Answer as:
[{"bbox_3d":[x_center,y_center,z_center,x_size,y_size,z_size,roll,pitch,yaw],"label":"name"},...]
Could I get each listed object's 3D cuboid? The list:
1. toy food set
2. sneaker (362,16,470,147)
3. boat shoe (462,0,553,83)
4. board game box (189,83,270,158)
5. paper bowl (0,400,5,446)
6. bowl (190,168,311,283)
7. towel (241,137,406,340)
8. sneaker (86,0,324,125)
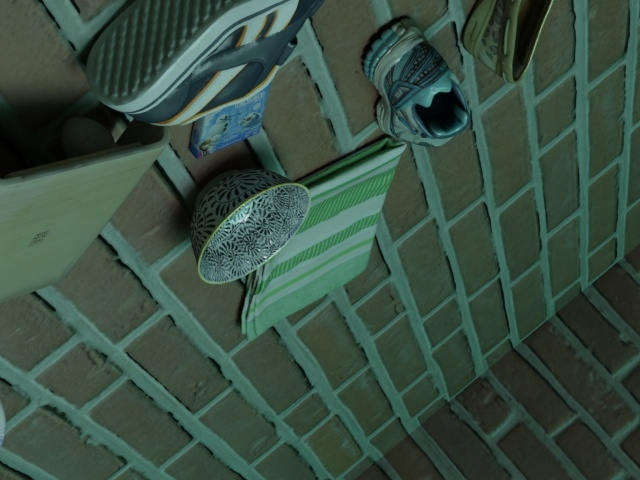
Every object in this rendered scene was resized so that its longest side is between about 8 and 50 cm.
[{"bbox_3d":[-0.300,-0.035,1.285,0.220,0.092,0.306,-47,166,31],"label":"toy food set"},{"bbox_3d":[0.136,-0.165,1.697,0.110,0.122,0.283,-41,157,2],"label":"sneaker"},{"bbox_3d":[0.269,-0.324,1.660,0.104,0.089,0.285,-25,152,-31],"label":"boat shoe"},{"bbox_3d":[-0.103,-0.142,1.504,0.090,0.020,0.090,-27,152,-30],"label":"board game box"},{"bbox_3d":[-0.431,0.164,1.153,0.284,0.148,0.284,-28,149,-18],"label":"paper bowl"},{"bbox_3d":[-0.101,-0.033,1.621,0.170,0.080,0.170,-33,155,-18],"label":"bowl"},{"bbox_3d":[0.000,0.000,1.888,0.248,0.038,0.325,-29,154,-27],"label":"towel"},{"bbox_3d":[-0.072,-0.231,1.269,0.321,0.126,0.127,-37,154,16],"label":"sneaker"}]
